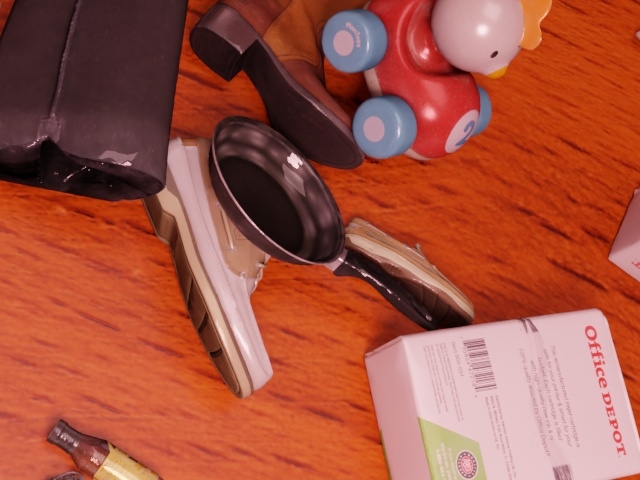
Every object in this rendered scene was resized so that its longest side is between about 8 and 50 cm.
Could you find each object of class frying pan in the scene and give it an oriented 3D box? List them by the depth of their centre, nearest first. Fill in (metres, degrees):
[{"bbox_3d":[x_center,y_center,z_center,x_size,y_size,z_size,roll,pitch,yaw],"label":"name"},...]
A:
[{"bbox_3d":[-0.005,-0.022,1.217,0.326,0.053,0.197,32,33,-34],"label":"frying pan"}]

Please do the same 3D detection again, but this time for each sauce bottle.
[{"bbox_3d":[-0.219,0.227,1.103,0.128,0.042,0.042,37,62,-8],"label":"sauce bottle"}]

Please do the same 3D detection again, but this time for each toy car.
[{"bbox_3d":[0.169,-0.221,1.264,0.219,0.238,0.210,-18,89,-50],"label":"toy car"}]

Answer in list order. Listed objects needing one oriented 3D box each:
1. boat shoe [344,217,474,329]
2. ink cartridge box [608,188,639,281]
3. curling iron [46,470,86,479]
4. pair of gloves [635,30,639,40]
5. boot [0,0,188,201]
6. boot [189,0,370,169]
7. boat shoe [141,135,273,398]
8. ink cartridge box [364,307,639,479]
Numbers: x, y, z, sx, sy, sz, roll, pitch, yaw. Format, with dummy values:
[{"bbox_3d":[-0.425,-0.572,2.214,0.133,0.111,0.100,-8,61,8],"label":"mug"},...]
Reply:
[{"bbox_3d":[0.109,0.033,1.295,0.190,0.068,0.072,34,51,-8],"label":"boat shoe"},{"bbox_3d":[0.549,-0.004,1.347,0.223,0.307,0.129,34,65,-8],"label":"ink cartridge box"},{"bbox_3d":[-0.171,0.314,1.096,0.274,0.035,0.068,31,64,-9],"label":"curling iron"},{"bbox_3d":[0.602,-0.280,1.585,0.204,0.042,0.240,-43,83,-13],"label":"pair of gloves"},{"bbox_3d":[-0.158,-0.255,1.172,0.367,0.146,0.445,1,59,15],"label":"boot"},{"bbox_3d":[0.009,-0.251,1.359,0.264,0.096,0.280,38,55,2],"label":"boot"},{"bbox_3d":[-0.107,0.019,1.182,0.103,0.113,0.302,-19,79,-21],"label":"boat shoe"},{"bbox_3d":[0.211,0.198,1.247,0.273,0.115,0.198,-5,74,-23],"label":"ink cartridge box"}]
